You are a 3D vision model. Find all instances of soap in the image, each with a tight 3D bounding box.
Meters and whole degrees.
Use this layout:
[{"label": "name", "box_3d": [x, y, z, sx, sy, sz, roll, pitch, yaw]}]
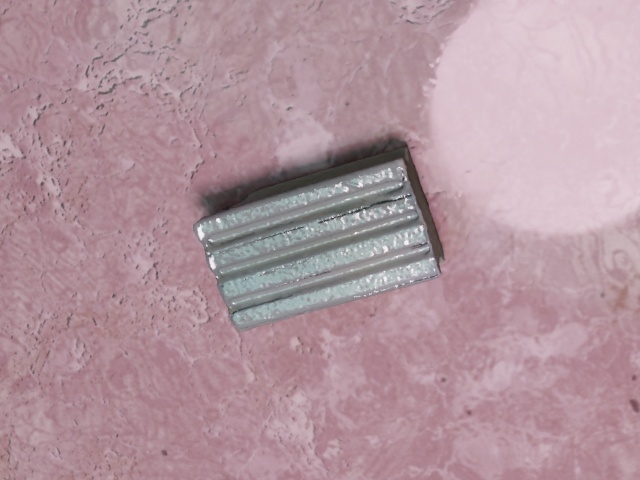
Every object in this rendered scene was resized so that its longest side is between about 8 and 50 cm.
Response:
[{"label": "soap", "box_3d": [0.000, 0.000, 1.084, 0.198, 0.063, 0.115, -15, 105, 15]}]
